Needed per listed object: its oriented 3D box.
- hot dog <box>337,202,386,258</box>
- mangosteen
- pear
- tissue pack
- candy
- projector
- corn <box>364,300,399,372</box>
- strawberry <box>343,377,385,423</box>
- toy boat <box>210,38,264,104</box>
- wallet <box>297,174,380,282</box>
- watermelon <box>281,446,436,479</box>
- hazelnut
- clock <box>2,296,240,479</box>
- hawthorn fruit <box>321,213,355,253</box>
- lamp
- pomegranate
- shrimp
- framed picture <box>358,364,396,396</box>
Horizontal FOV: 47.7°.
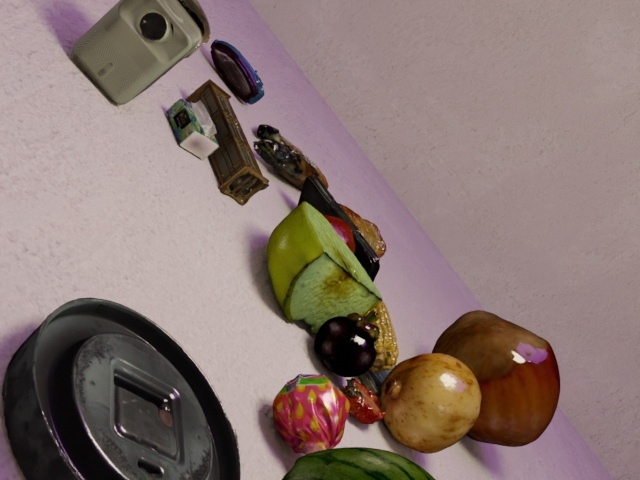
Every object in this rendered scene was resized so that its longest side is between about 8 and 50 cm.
[{"bbox_3d":[0.078,-0.017,2.060,0.259,0.114,0.175,25,37,-56],"label":"hot dog"},{"bbox_3d":[0.063,0.201,1.460,0.137,0.151,0.137,41,2,-2],"label":"mangosteen"},{"bbox_3d":[-0.026,0.046,1.540,0.292,0.159,0.292,51,13,-16],"label":"pear"},{"bbox_3d":[-0.276,-0.254,1.606,0.085,0.079,0.111,29,29,-53],"label":"tissue pack"},{"bbox_3d":[-0.006,0.361,1.060,0.124,0.124,0.365,41,31,-37],"label":"candy"},{"bbox_3d":[-0.345,-0.403,1.436,0.163,0.242,0.177,50,15,-17],"label":"projector"},{"bbox_3d":[0.115,0.198,1.658,0.101,0.101,0.292,47,12,-22],"label":"corn"},{"bbox_3d":[0.085,0.328,1.453,0.152,0.048,0.104,47,8,-51],"label":"strawberry"},{"bbox_3d":[-0.253,-0.518,2.202,0.223,0.100,0.097,53,25,-6],"label":"toy boat"},{"bbox_3d":[0.042,-0.016,1.882,0.318,0.045,0.172,56,-27,22],"label":"wallet"},{"bbox_3d":[0.088,0.402,0.922,0.331,0.189,0.331,38,32,-30],"label":"watermelon"},{"bbox_3d":[0.458,0.369,1.941,0.366,0.365,0.366,47,17,-19],"label":"hazelnut"},{"bbox_3d":[-0.214,0.208,0.823,0.312,0.061,0.313,48,16,-19],"label":"clock"},{"bbox_3d":[0.000,0.000,1.750,0.172,0.148,0.148,33,24,-33],"label":"hawthorn fruit"},{"bbox_3d":[-0.223,-0.235,1.705,0.090,0.089,0.325,35,25,-51],"label":"lamp"},{"bbox_3d":[0.224,0.337,1.543,0.215,0.215,0.215,47,17,-19],"label":"pomegranate"},{"bbox_3d":[-0.104,-0.258,2.117,0.272,0.085,0.445,52,12,16],"label":"shrimp"},{"bbox_3d":[0.085,0.219,1.730,0.335,0.022,0.247,59,16,21],"label":"framed picture"}]
